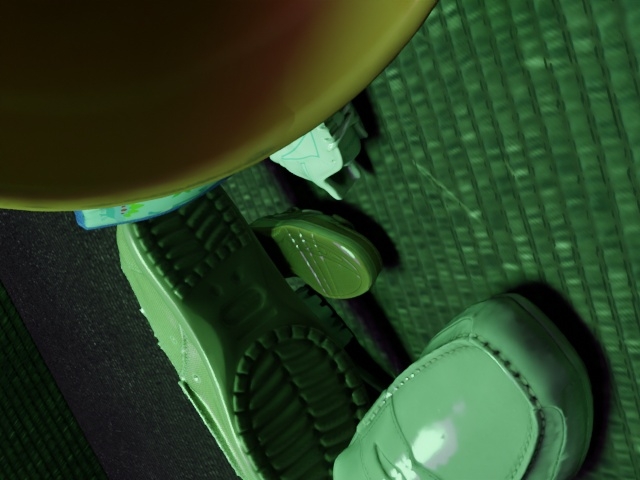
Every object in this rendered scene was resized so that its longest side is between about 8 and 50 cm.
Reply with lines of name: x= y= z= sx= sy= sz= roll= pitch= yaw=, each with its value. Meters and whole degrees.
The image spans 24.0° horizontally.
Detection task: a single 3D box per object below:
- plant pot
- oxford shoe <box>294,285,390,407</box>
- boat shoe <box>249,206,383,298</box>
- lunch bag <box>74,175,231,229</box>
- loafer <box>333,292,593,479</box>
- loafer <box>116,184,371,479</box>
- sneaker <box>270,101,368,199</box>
plant pot: x=-0.102 y=-0.185 z=0.585 sx=0.203 sy=0.290 sz=0.291 roll=-116 pitch=8 yaw=-45
oxford shoe: x=0.016 y=0.140 z=1.095 sx=0.227 sy=0.096 sz=0.083 roll=44 pitch=157 yaw=33
boat shoe: x=0.001 y=0.002 z=0.995 sx=0.153 sy=0.048 sz=0.056 roll=4 pitch=125 yaw=63
lunch bag: x=-0.091 y=-0.078 z=0.897 sx=0.096 sy=0.151 sz=0.129 roll=43 pitch=161 yaw=12
loafer: x=0.067 y=0.137 z=0.876 sx=0.112 sy=0.111 sz=0.319 roll=49 pitch=152 yaw=19
loafer: x=-0.052 y=0.072 z=1.023 sx=0.269 sy=0.102 sz=0.092 roll=63 pitch=161 yaw=-7
sneaker: x=0.000 y=-0.076 z=0.846 sx=0.061 sy=0.053 sz=0.152 roll=41 pitch=164 yaw=21
